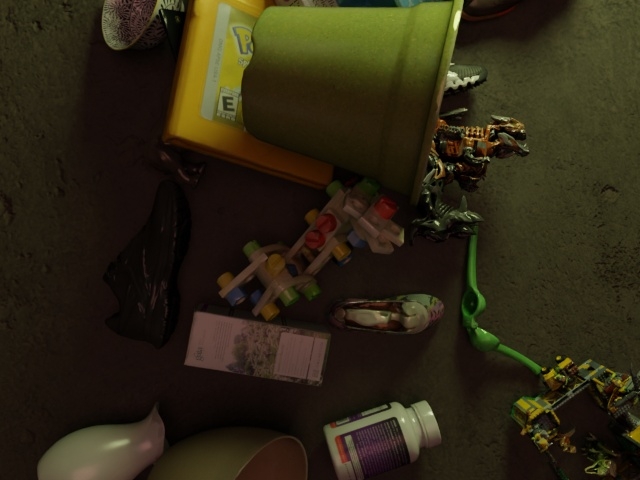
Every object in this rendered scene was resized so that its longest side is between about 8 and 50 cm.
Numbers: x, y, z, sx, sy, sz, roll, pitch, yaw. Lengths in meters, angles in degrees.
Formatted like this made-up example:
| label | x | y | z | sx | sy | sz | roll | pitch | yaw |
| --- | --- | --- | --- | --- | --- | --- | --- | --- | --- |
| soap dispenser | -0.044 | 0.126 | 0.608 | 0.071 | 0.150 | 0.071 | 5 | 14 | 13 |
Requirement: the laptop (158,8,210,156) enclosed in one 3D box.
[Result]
| label | x | y | z | sx | sy | sz | roll | pitch | yaw |
| --- | --- | --- | --- | --- | --- | --- | --- | --- | --- |
| laptop | -0.096 | -0.282 | 0.932 | 0.136 | 0.264 | 0.235 | -16 | 95 | 32 |

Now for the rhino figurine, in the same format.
| label | x | y | z | sx | sy | sz | roll | pitch | yaw |
| --- | --- | --- | --- | --- | --- | --- | --- | --- | --- |
| rhino figurine | -0.220 | -0.216 | 0.956 | 0.106 | 0.073 | 0.244 | 20 | 83 | -10 |

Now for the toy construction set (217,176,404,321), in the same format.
| label | x | y | z | sx | sy | sz | roll | pitch | yaw |
| --- | --- | --- | --- | --- | --- | --- | --- | --- | --- |
| toy construction set | 0.000 | 0.000 | 0.900 | 0.327 | 0.215 | 0.151 | -32 | 81 | 36 |

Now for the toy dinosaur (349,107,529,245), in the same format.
| label | x | y | z | sx | sy | sz | roll | pitch | yaw |
| --- | --- | --- | --- | --- | --- | --- | --- | --- | --- |
| toy dinosaur | 0.200 | -0.112 | 0.988 | 0.321 | 0.164 | 0.219 | -17 | 78 | 30 |

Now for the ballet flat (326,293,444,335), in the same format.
| label | x | y | z | sx | sy | sz | roll | pitch | yaw |
| --- | --- | --- | --- | --- | --- | --- | --- | --- | --- |
| ballet flat | 0.121 | 0.136 | 1.007 | 0.221 | 0.079 | 0.077 | 1 | 92 | -6 |

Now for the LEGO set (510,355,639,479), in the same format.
| label | x | y | z | sx | sy | sz | roll | pitch | yaw |
| --- | --- | --- | --- | --- | --- | --- | --- | --- | --- |
| LEGO set | 0.520 | 0.381 | 0.995 | 0.254 | 0.192 | 0.332 | -27 | 99 | -4 |

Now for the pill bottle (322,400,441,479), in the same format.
| label | x | y | z | sx | sy | sz | roll | pitch | yaw |
| --- | --- | --- | --- | --- | --- | --- | --- | --- | --- |
| pill bottle | 0.110 | 0.354 | 1.004 | 0.193 | 0.108 | 0.108 | -17 | 95 | -4 |

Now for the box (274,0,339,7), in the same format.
| label | x | y | z | sx | sy | sz | roll | pitch | yaw |
| --- | --- | --- | --- | --- | --- | --- | --- | --- | --- |
| box | 0.034 | -0.281 | 0.910 | 0.063 | 0.067 | 0.324 | -41 | 108 | -29 |

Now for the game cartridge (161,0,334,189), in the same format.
| label | x | y | z | sx | sy | sz | roll | pitch | yaw |
| --- | --- | --- | --- | --- | --- | --- | --- | --- | --- |
| game cartridge | -0.082 | -0.271 | 0.898 | 0.285 | 0.052 | 0.324 | 14 | 81 | -31 |

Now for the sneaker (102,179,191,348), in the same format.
| label | x | y | z | sx | sy | sz | roll | pitch | yaw |
| --- | --- | --- | --- | --- | --- | --- | --- | --- | --- |
| sneaker | -0.296 | 0.036 | 0.951 | 0.130 | 0.109 | 0.287 | 10 | 90 | 0 |

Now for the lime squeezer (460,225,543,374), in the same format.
| label | x | y | z | sx | sy | sz | roll | pitch | yaw |
| --- | --- | --- | --- | --- | --- | --- | --- | --- | --- |
| lime squeezer | 0.311 | 0.132 | 1.038 | 0.109 | 0.059 | 0.311 | -26 | 95 | -3 |

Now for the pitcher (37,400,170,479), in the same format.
| label | x | y | z | sx | sy | sz | roll | pitch | yaw |
| --- | --- | --- | --- | --- | --- | --- | --- | --- | --- |
| pitcher | -0.351 | 0.392 | 0.964 | 0.207 | 0.125 | 0.178 | -19 | 110 | -15 |

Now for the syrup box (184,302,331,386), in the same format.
| label | x | y | z | sx | sy | sz | roll | pitch | yaw |
| --- | --- | --- | --- | --- | --- | --- | --- | --- | --- |
| syrup box | -0.108 | 0.179 | 0.978 | 0.236 | 0.096 | 0.093 | 11 | 92 | -6 |

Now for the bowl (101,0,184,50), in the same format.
| label | x | y | z | sx | sy | sz | roll | pitch | yaw |
| --- | --- | --- | --- | --- | --- | --- | --- | --- | --- |
| bowl | -0.278 | -0.379 | 0.924 | 0.080 | 0.170 | 0.170 | 14 | 93 | -50 |

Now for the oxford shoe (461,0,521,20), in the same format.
| label | x | y | z | sx | sy | sz | roll | pitch | yaw |
| --- | --- | --- | --- | --- | --- | --- | --- | --- | --- |
| oxford shoe | 0.360 | -0.478 | 0.985 | 0.271 | 0.098 | 0.097 | -31 | 96 | -3 |

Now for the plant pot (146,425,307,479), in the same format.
| label | x | y | z | sx | sy | sz | roll | pitch | yaw |
| --- | --- | --- | --- | --- | --- | --- | --- | --- | --- |
| plant pot | -0.176 | 0.428 | 0.924 | 0.190 | 0.284 | 0.285 | 12 | 92 | 29 |

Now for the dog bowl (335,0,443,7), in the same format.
| label | x | y | z | sx | sy | sz | roll | pitch | yaw |
| --- | --- | --- | --- | --- | --- | --- | --- | --- | --- |
| dog bowl | 0.059 | -0.403 | 0.873 | 0.074 | 0.166 | 0.297 | -41 | 92 | -27 |

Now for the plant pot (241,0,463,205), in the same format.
| label | x | y | z | sx | sy | sz | roll | pitch | yaw |
| --- | --- | --- | --- | --- | --- | --- | --- | --- | --- |
| plant pot | 0.038 | -0.208 | 0.771 | 0.253 | 0.276 | 0.276 | 13 | 92 | 9 |

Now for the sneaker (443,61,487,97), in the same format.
| label | x | y | z | sx | sy | sz | roll | pitch | yaw |
| --- | --- | --- | --- | --- | --- | --- | --- | --- | --- |
| sneaker | 0.178 | -0.300 | 0.988 | 0.234 | 0.078 | 0.106 | -10 | 97 | -3 |

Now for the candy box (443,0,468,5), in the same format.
| label | x | y | z | sx | sy | sz | roll | pitch | yaw |
| --- | --- | --- | --- | --- | --- | --- | --- | --- | --- |
| candy box | 0.169 | -0.423 | 0.901 | 0.071 | 0.233 | 0.159 | -38 | 97 | -7 |
